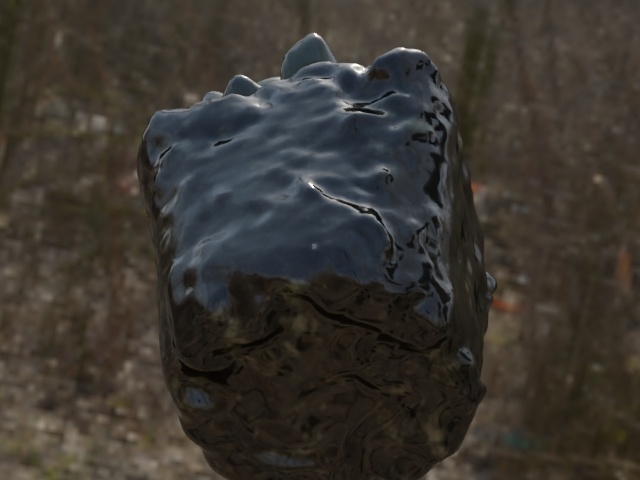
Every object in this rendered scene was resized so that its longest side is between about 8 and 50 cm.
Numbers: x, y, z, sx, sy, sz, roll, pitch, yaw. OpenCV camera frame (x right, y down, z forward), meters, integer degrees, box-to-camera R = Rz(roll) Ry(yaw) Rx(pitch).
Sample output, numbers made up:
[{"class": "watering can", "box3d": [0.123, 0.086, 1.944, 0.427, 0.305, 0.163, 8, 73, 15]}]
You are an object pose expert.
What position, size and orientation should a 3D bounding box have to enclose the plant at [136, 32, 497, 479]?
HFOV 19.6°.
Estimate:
[{"class": "plant", "box3d": [0.000, 0.000, 0.717, 0.129, 0.132, 0.194, -11, 34, 4]}]
